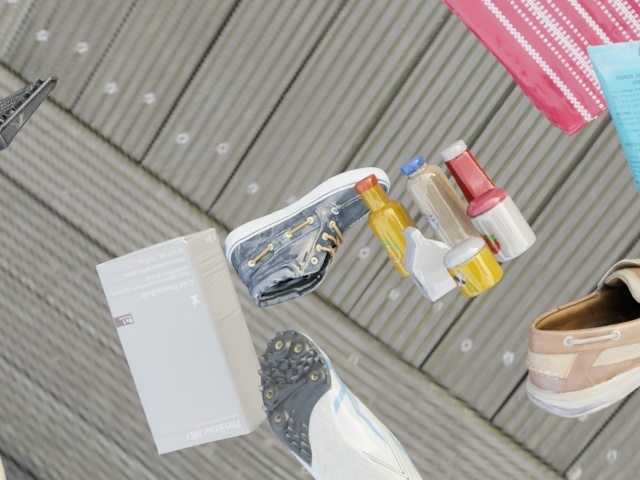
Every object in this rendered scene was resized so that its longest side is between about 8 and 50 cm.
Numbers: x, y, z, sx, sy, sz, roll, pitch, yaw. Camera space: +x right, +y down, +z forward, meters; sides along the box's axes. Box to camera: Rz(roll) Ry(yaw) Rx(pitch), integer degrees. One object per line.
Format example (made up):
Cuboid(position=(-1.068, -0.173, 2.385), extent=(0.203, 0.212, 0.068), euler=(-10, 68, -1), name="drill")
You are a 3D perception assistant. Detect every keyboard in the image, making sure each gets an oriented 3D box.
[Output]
Cuboid(position=(-0.294, -0.095, 1.132), extent=(0.023, 0.180, 0.108), euler=(41, 68, -20), name="keyboard")

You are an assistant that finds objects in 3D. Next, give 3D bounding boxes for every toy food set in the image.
Cuboid(position=(0.109, -0.024, 1.161), extent=(0.111, 0.232, 0.104), euler=(-35, 99, -4), name="toy food set")

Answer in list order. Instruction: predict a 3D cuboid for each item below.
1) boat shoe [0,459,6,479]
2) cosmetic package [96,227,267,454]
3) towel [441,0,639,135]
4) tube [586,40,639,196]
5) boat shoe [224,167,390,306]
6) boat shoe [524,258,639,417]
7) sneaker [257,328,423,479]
Cuboid(position=(-0.267, 0.159, 0.685), extent=(0.302, 0.109, 0.098), euler=(-21, 96, 37), name="boat shoe")
Cuboid(position=(-0.156, 0.117, 1.507), extent=(0.127, 0.107, 0.238), euler=(-18, 92, 18), name="cosmetic package")
Cuboid(position=(0.261, -0.245, 1.166), extent=(0.199, 0.031, 0.275), euler=(46, 118, -7), name="towel")
Cuboid(position=(0.238, -0.035, 0.848), extent=(0.080, 0.052, 0.207), euler=(-4, 115, 44), name="tube")
Cuboid(position=(0.000, 0.000, 1.297), extent=(0.183, 0.065, 0.083), euler=(-27, 57, -3), name="boat shoe")
Cuboid(position=(0.368, 0.082, 1.443), extent=(0.324, 0.123, 0.116), euler=(-26, 115, -22), name="boat shoe")
Cuboid(position=(0.022, 0.186, 1.205), extent=(0.085, 0.086, 0.237), euler=(-41, 68, 13), name="sneaker")
